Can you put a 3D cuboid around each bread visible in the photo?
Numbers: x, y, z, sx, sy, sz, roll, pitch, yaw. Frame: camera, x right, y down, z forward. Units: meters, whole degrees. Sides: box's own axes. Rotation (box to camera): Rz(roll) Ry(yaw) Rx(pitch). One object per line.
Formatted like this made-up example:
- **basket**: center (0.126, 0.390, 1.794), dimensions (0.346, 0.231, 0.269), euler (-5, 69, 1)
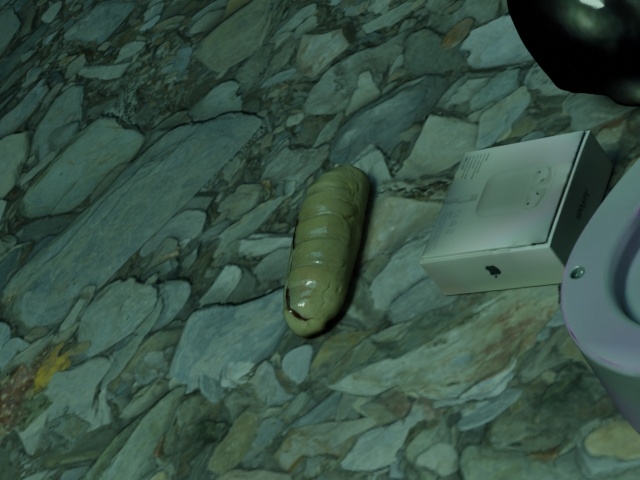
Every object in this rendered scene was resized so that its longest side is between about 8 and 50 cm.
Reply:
- **bread**: center (0.000, 0.001, 1.243), dimensions (0.073, 0.053, 0.214), euler (-23, 36, 33)

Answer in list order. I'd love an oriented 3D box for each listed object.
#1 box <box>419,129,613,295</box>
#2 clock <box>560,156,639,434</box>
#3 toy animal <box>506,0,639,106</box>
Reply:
- **box**: center (0.165, -0.023, 1.100), dimensions (0.129, 0.051, 0.130), euler (-8, 45, 40)
- **clock**: center (0.324, 0.017, 0.833), dimensions (0.339, 0.102, 0.338), euler (-28, 34, 21)
- **toy animal**: center (0.319, -0.218, 1.021), dimensions (0.251, 0.251, 0.310), euler (-51, 32, -16)
